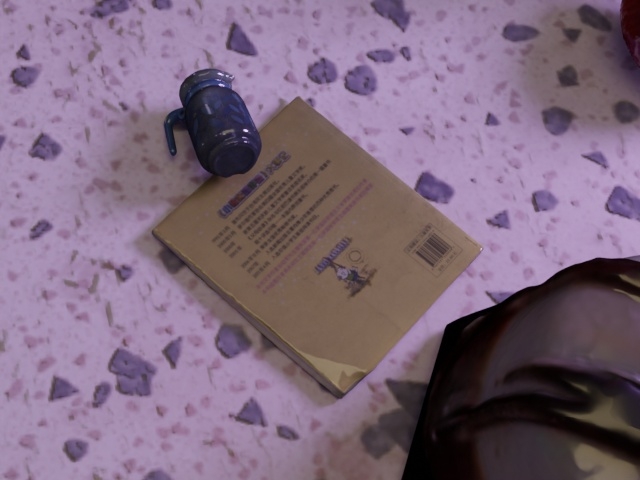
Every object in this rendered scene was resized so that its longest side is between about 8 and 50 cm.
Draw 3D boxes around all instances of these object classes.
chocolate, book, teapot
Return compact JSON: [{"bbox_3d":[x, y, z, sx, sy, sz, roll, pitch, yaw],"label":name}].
[{"bbox_3d":[0.208,0.123,0.880,0.283,0.186,0.284,3,65,-6],"label":"chocolate"},{"bbox_3d":[0.000,0.000,1.003,0.192,0.013,0.168,41,66,11],"label":"book"},{"bbox_3d":[-0.080,-0.083,1.010,0.049,0.063,0.083,10,40,-35],"label":"teapot"}]

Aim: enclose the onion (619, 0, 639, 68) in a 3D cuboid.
[{"bbox_3d":[0.305,-0.183,1.076,0.131,0.131,0.131,3,65,-7],"label":"onion"}]
